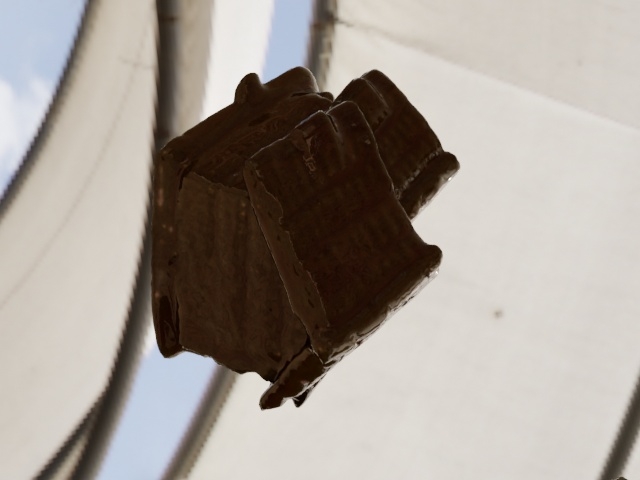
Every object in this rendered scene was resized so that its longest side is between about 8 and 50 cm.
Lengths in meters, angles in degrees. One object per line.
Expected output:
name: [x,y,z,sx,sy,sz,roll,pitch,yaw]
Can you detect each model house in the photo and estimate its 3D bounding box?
model house: [-0.001,-0.001,1.135,0.229,0.199,0.219,25,-50,41]

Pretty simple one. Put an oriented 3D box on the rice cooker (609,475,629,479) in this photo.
rice cooker: [0.364,0.450,1.768,0.277,0.288,0.288,45,-26,-21]
